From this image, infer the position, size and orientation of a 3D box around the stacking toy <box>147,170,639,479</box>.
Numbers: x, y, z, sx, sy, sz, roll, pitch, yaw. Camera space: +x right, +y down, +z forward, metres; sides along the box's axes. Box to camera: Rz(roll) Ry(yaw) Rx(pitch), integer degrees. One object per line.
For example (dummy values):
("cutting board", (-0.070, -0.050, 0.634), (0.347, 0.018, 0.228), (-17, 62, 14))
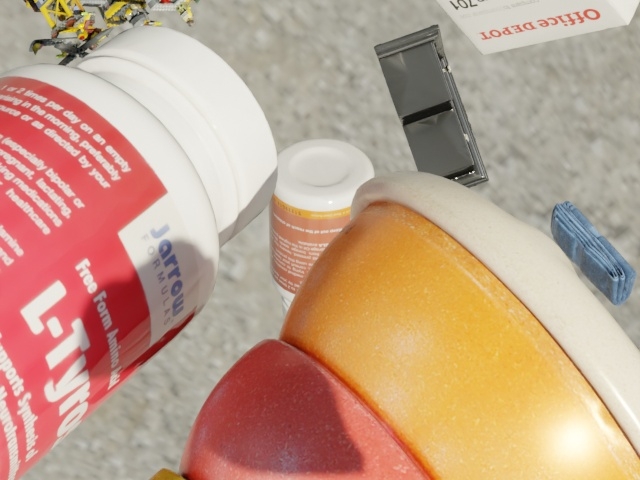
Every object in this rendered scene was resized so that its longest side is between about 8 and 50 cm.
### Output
("stacking toy", (-0.021, 0.215, 1.142), (0.480, 0.350, 0.350), (-36, 60, -12))

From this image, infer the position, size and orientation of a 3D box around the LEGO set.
("LEGO set", (-0.195, -0.317, 2.232), (0.331, 0.255, 0.192), (-35, 77, 21))

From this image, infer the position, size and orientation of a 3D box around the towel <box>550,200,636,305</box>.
("towel", (0.294, 0.015, 1.997), (0.029, 0.067, 0.119), (-31, 61, -17))

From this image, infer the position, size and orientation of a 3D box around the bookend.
("bookend", (0.120, -0.134, 1.952), (0.072, 0.157, 0.156), (-19, 83, 4))

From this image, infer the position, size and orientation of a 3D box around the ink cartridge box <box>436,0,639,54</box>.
("ink cartridge box", (0.125, -0.228, 1.279), (0.139, 0.191, 0.082), (-8, 46, 45))

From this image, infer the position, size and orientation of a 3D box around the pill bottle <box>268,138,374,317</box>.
("pill bottle", (0.000, 0.000, 2.105), (0.121, 0.216, 0.121), (0, 40, 0))

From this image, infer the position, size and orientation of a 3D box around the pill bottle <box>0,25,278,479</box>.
("pill bottle", (-0.219, 0.023, 1.259), (0.229, 0.229, 0.407), (24, 48, 29))
